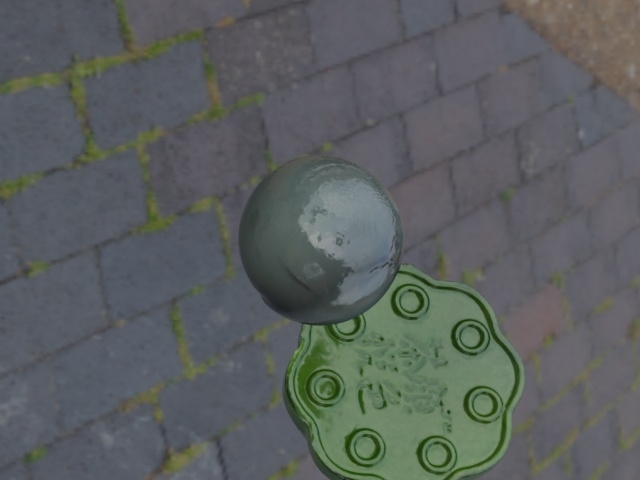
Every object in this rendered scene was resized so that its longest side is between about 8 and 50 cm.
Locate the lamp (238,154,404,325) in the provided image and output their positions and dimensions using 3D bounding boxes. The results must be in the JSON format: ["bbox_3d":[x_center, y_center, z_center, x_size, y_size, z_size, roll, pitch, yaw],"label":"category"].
[{"bbox_3d":[0.000,0.000,0.783,0.105,0.105,0.105,-7,99,-49],"label":"lamp"}]

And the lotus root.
[{"bbox_3d":[0.054,0.131,1.006,0.186,0.186,0.186,-7,99,-49],"label":"lotus root"}]
